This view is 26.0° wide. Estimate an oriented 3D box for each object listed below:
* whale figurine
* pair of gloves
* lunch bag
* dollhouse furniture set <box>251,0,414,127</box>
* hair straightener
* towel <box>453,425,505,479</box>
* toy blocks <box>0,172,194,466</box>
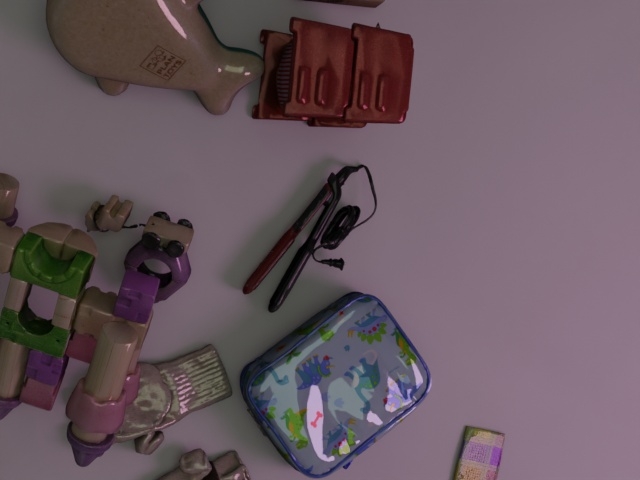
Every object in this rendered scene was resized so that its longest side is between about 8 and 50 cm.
[{"bbox_3d":[-0.200,-0.264,1.684,0.272,0.141,0.216,28,126,-27],"label":"whale figurine"},{"bbox_3d":[-0.195,0.265,1.734,0.204,0.042,0.240,-13,93,-13],"label":"pair of gloves"},{"bbox_3d":[0.020,0.186,1.760,0.219,0.090,0.176,-38,98,-11],"label":"lunch bag"},{"bbox_3d":[0.023,-0.324,1.698,0.152,0.201,0.374,5,90,-14],"label":"dollhouse furniture set"},{"bbox_3d":[0.000,0.000,1.782,0.089,0.047,0.230,39,78,-11],"label":"hair straightener"},{"bbox_3d":[0.212,0.293,1.849,0.060,0.009,0.083,13,87,-13],"label":"towel"},{"bbox_3d":[-0.335,0.112,1.636,0.288,0.309,0.260,19,119,-2],"label":"toy blocks"}]
